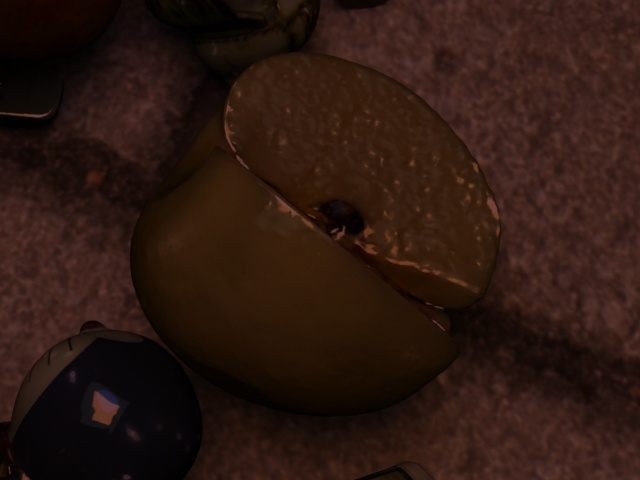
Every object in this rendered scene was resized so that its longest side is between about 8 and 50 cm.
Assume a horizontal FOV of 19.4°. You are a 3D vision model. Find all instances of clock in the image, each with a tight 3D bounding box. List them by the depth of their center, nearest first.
[{"bbox_3d":[-0.204,0.171,1.480,0.243,0.199,0.146,-38,85,10],"label":"clock"}]

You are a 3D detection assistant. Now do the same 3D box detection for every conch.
[{"bbox_3d":[-0.087,-0.217,1.645,0.124,0.187,0.181,-34,98,24],"label":"conch"}]

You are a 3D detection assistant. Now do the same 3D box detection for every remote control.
[{"bbox_3d":[-0.339,-0.142,1.679,0.222,0.042,0.072,10,68,4],"label":"remote control"}]

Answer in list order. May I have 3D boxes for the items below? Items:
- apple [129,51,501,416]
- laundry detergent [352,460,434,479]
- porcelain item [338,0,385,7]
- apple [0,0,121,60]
[{"bbox_3d":[-0.014,0.015,1.512,0.258,0.233,0.295,38,35,-15],"label":"apple"},{"bbox_3d":[-0.003,0.250,1.482,0.225,0.070,0.099,-15,79,-27],"label":"laundry detergent"},{"bbox_3d":[0.017,-0.322,1.735,0.054,0.084,0.213,-20,68,22],"label":"porcelain item"},{"bbox_3d":[-0.308,-0.297,1.598,0.301,0.301,0.301,0,69,0],"label":"apple"}]
